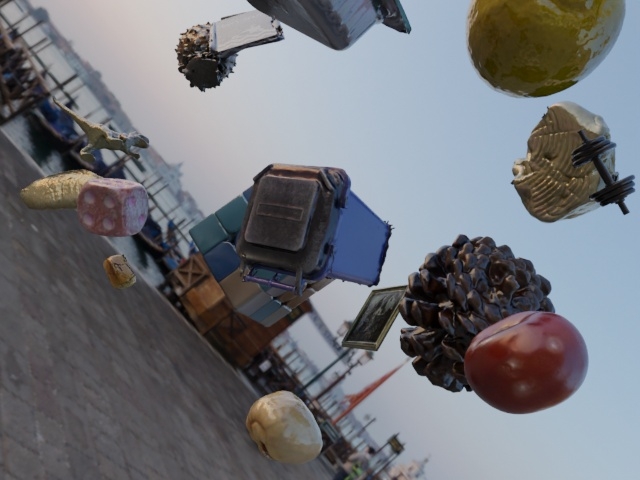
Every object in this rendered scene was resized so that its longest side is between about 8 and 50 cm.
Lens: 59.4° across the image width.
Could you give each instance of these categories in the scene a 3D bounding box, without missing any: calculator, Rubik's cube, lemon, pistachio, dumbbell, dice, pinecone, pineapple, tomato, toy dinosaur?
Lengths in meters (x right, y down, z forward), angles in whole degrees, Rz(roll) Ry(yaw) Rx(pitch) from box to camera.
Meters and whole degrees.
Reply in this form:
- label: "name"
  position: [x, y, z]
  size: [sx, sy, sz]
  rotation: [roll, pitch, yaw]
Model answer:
- label: "calculator"
  position: [-0.171, -0.477, 1.270]
  size: [0.274, 0.165, 0.028]
  rotation: [-104, 180, -55]
- label: "Rubik's cube"
  position: [-0.180, 0.046, 1.936]
  size: [0.347, 0.344, 0.347]
  rotation: [54, 0, 21]
- label: "lemon"
  position: [0.480, -0.478, 1.235]
  size: [0.348, 0.348, 0.348]
  rotation: [50, -9, 11]
- label: "pistachio"
  position: [-0.067, 0.402, 1.206]
  size: [0.117, 0.145, 0.200]
  rotation: [-13, -38, 44]
- label: "dumbbell"
  position: [0.621, -0.151, 1.233]
  size: [0.099, 0.099, 0.209]
  rotation: [107, -42, -79]
- label: "dice"
  position: [-0.369, -0.060, 1.004]
  size: [0.093, 0.091, 0.094]
  rotation: [10, 15, 10]
- label: "pinecone"
  position: [0.368, 0.201, 1.396]
  size: [0.398, 0.397, 0.398]
  rotation: [50, -9, 11]
- label: "pineapple"
  position: [-0.276, -0.425, 1.351]
  size: [0.158, 0.157, 0.279]
  rotation: [58, 11, -32]
- label: "tomato"
  position: [0.318, 0.191, 0.872]
  size: [0.136, 0.195, 0.195]
  rotation: [64, -8, 6]
- label: "toy dinosaur"
  position: [-0.551, -0.263, 1.387]
  size: [0.251, 0.072, 0.200]
  rotation: [11, 28, -19]

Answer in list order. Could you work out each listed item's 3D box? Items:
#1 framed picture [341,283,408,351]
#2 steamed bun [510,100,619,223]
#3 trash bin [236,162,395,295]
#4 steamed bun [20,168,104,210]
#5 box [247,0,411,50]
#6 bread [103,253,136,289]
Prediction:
- label: "framed picture"
  position: [0.166, 0.233, 1.739]
  size: [0.019, 0.232, 0.296]
  rotation: [36, -18, -11]
- label: "steamed bun"
  position: [0.684, -0.203, 1.543]
  size: [0.206, 0.320, 0.275]
  rotation: [1, 26, -45]
- label: "trash bin"
  position: [0.000, 0.000, 0.857]
  size: [0.162, 0.184, 0.234]
  rotation: [11, -8, 32]
- label: "steamed bun"
  position: [-0.613, -0.130, 1.458]
  size: [0.212, 0.111, 0.231]
  rotation: [6, 10, 26]
- label: "box"
  position: [-0.042, -0.398, 0.840]
  size: [0.336, 0.106, 0.264]
  rotation: [37, 2, 30]
- label: "bread"
  position: [-0.596, 0.093, 1.663]
  size: [0.106, 0.072, 0.053]
  rotation: [55, -32, 24]
